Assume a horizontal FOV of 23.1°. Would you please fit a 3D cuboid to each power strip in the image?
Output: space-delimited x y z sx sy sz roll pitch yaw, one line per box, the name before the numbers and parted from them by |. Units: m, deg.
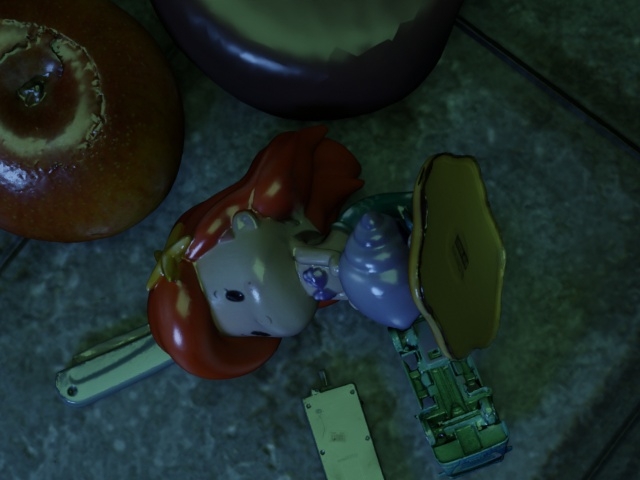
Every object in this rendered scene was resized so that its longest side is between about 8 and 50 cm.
power strip | 0.022 0.172 1.295 0.051 0.019 0.136 -19 82 1

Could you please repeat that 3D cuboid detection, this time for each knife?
knife | -0.147 0.091 1.310 0.162 0.023 0.044 -26 78 -1

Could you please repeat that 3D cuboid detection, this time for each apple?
apple | -0.222 -0.109 1.264 0.234 0.173 0.210 21 84 3

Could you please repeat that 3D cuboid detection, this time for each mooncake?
mooncake | -0.009 -0.278 1.281 0.326 0.174 0.334 37 82 3

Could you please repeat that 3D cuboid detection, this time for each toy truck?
toy truck | 0.097 0.108 1.284 0.067 0.081 0.175 -21 63 -1

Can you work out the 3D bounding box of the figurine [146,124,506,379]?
figurine | 0.002 0.008 1.229 0.257 0.181 0.208 -1 81 28
